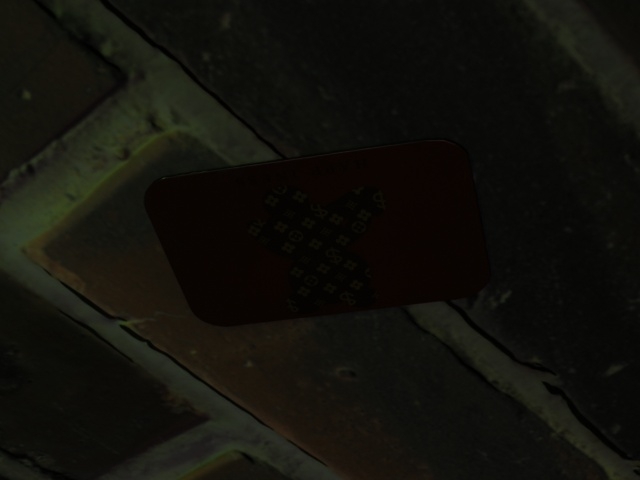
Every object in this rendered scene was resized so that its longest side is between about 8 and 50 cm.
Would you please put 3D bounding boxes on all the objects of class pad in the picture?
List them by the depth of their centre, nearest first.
[{"bbox_3d":[0.000,0.000,0.919,0.267,0.004,0.181,-8,132,12],"label":"pad"}]
